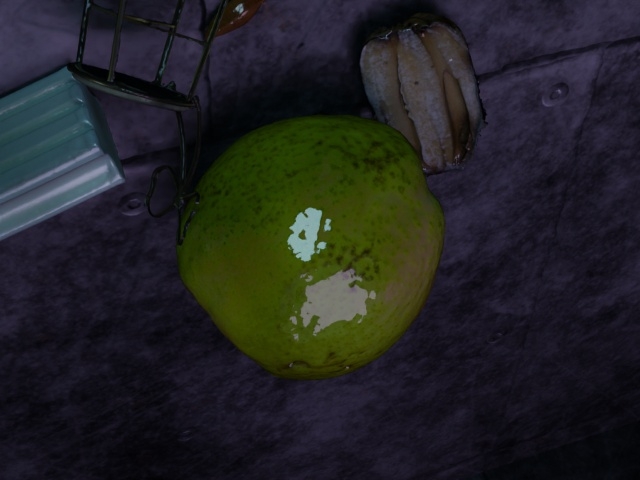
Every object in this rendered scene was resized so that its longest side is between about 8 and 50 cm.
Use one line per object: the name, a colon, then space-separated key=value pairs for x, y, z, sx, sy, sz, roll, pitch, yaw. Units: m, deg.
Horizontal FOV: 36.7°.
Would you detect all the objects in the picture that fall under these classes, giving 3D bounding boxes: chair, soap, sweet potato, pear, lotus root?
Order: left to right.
soap: x=-0.389 y=-0.088 z=1.180 sx=0.265 sy=0.160 sz=0.087 roll=-26 pitch=144 yaw=0
chair: x=-0.201 y=-0.173 z=1.089 sx=0.170 sy=0.160 sz=0.325 roll=8 pitch=104 yaw=-34
sweet potato: x=-0.109 y=-0.282 z=1.209 sx=0.095 sy=0.034 sz=0.034 roll=-35 pitch=142 yaw=7
pear: x=0.000 y=0.000 z=1.353 sx=0.391 sy=0.391 sz=0.391 roll=-15 pitch=142 yaw=-13
lotus root: x=0.156 y=-0.215 z=1.412 sx=0.167 sy=0.078 sz=0.329 roll=-5 pitch=146 yaw=11
